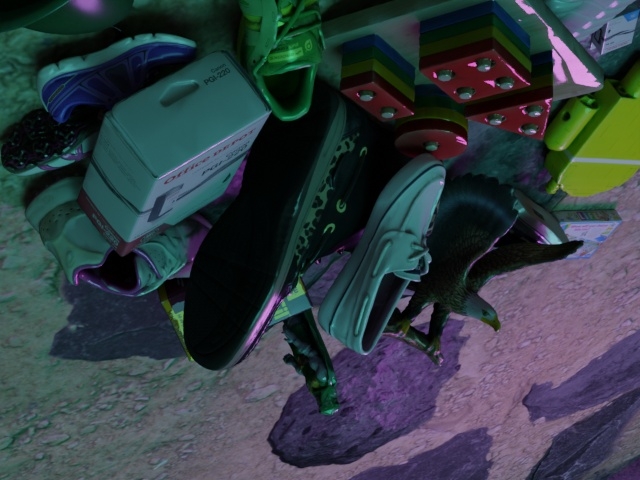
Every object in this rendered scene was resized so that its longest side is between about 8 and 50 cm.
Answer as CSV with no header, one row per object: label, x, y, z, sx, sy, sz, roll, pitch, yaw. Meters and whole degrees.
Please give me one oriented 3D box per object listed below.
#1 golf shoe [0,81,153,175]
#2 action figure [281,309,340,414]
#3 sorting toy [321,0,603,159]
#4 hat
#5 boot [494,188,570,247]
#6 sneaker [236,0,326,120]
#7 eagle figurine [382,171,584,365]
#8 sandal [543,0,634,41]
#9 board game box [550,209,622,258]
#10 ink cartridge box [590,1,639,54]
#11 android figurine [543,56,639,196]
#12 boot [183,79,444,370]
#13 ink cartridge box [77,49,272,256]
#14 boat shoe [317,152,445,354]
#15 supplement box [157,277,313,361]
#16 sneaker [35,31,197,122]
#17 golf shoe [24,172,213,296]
golf shoe,-0.254,-0.113,1.219,0.186,0.067,0.086,-27,151,0
action figure,-0.025,0.151,1.624,0.063,0.232,0.137,-17,147,-15
sorting toy,0.157,-0.179,1.280,0.257,0.089,0.255,-11,156,34
hat,-0.192,-0.198,1.011,0.173,0.208,0.183,-11,138,25
boot,0.325,-0.013,1.796,0.086,0.069,0.190,-34,133,24
sneaker,-0.036,-0.238,1.140,0.109,0.123,0.295,-21,148,-8
eagle figurine,0.222,0.047,1.696,0.298,0.225,0.226,-54,169,10
sandal,0.303,-0.316,1.297,0.169,0.102,0.416,-9,160,-42
board game box,0.431,-0.009,1.921,0.154,0.026,0.103,-2,141,-35
ink cartridge box,0.389,-0.279,1.484,0.048,0.028,0.083,-21,149,-8
android figurine,0.439,-0.161,1.671,0.248,0.056,0.273,-2,141,-35
boot,0.000,0.000,1.435,0.284,0.138,0.377,12,103,-51
ink cartridge box,-0.161,-0.090,1.205,0.158,0.092,0.218,-35,171,-28
boat shoe,0.095,0.021,1.370,0.095,0.084,0.258,6,115,-54
supplement box,-0.118,0.074,1.547,0.188,0.081,0.104,-24,113,-4
sneaker,-0.205,-0.167,1.159,0.170,0.071,0.068,-20,-178,-2
golf shoe,-0.222,0.021,1.377,0.115,0.140,0.306,-43,147,23
